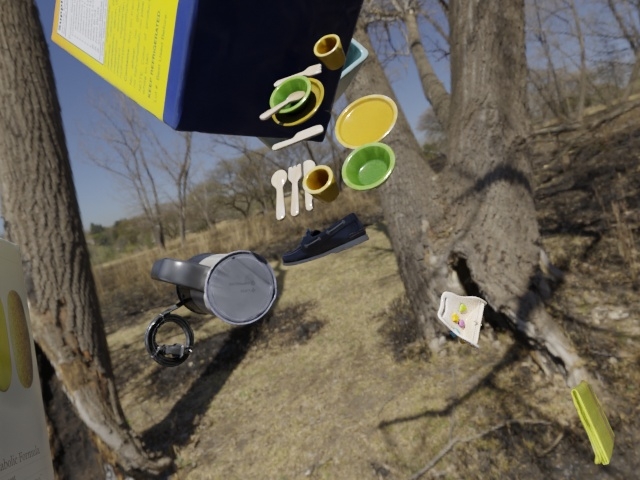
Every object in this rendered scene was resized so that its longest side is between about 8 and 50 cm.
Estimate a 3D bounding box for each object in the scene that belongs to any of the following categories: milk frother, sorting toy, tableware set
[{"bbox_3d":[-0.137,0.085,0.567,0.129,0.143,0.135,-1,-2,-30],"label":"milk frother"},{"bbox_3d":[0.219,0.121,0.755,0.045,0.075,0.083,-32,28,52],"label":"sorting toy"},{"bbox_3d":[0.004,-0.092,0.351,0.104,0.153,0.024,-16,-33,21],"label":"tableware set"}]

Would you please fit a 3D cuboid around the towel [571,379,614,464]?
[{"bbox_3d":[0.422,0.274,0.735,0.021,0.102,0.237,-28,-25,25],"label":"towel"}]

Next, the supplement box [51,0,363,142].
[{"bbox_3d":[-0.148,-0.271,0.549,0.195,0.194,0.357,-8,35,-45],"label":"supplement box"}]

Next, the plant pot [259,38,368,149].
[{"bbox_3d":[-0.089,-0.351,1.067,0.248,0.247,0.252,-48,-4,-28],"label":"plant pot"}]

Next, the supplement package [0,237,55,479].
[{"bbox_3d":[-0.312,0.117,0.358,0.134,0.243,0.139,-14,-10,-10],"label":"supplement package"}]

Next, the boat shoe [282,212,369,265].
[{"bbox_3d":[0.000,0.000,0.940,0.206,0.064,0.075,-19,3,35],"label":"boat shoe"}]
